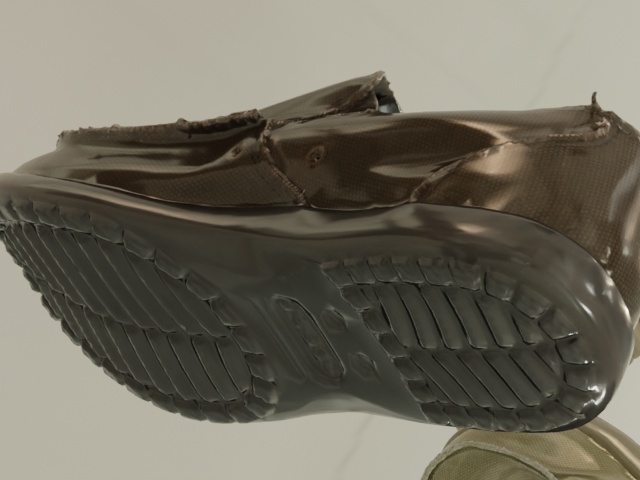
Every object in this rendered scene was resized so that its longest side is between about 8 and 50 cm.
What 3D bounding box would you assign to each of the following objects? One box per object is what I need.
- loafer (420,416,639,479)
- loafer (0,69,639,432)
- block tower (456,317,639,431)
[{"bbox_3d":[0.117,0.143,0.860,0.092,0.102,0.268,-16,-164,-29],"label":"loafer"},{"bbox_3d":[0.000,0.000,0.852,0.366,0.134,0.130,7,-134,42],"label":"loafer"},{"bbox_3d":[0.201,0.002,1.237,0.335,0.097,0.091,-33,-166,-24],"label":"block tower"}]
